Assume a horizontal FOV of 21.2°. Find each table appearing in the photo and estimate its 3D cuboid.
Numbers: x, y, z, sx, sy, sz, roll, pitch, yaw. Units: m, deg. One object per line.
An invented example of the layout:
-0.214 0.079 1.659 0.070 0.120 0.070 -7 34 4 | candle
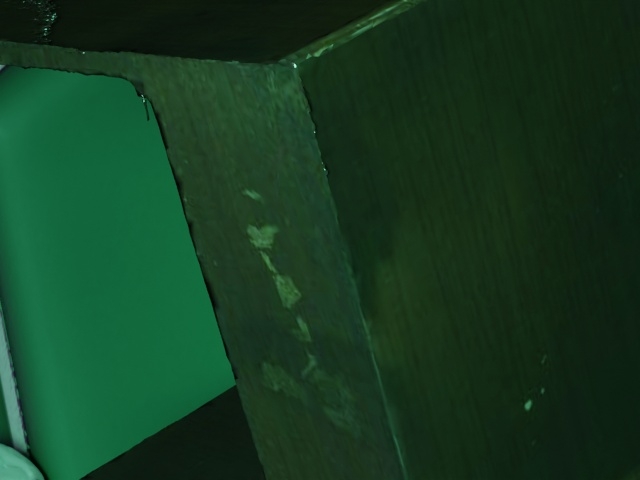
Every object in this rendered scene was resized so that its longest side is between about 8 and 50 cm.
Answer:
0.000 0.000 0.690 0.282 0.196 0.250 10 123 49 | table

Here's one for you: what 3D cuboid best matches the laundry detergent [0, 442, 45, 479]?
-0.268 0.276 1.088 0.159 0.088 0.335 45 118 33 | laundry detergent
